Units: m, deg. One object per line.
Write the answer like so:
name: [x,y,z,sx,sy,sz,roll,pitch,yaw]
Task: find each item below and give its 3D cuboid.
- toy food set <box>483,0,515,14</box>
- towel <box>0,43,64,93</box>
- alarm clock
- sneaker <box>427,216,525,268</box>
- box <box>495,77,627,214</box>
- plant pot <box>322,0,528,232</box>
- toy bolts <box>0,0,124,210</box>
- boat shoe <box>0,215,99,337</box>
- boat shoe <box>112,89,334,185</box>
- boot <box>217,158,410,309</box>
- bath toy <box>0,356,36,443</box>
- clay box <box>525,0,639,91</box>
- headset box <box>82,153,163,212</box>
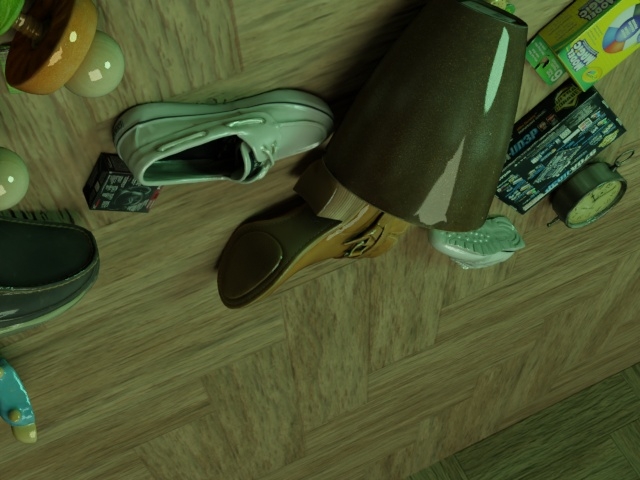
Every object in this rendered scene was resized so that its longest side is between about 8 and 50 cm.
toy food set: [0.201,-0.263,0.978,0.083,0.020,0.083,-42,147,20]
towel: [-0.255,-0.166,0.747,0.083,0.009,0.060,-17,148,-19]
alarm clock: [0.493,-0.097,1.428,0.129,0.064,0.192,-2,142,-38]
sneaker: [0.258,0.012,1.379,0.235,0.090,0.095,6,144,-43]
box: [0.360,-0.145,1.256,0.220,0.051,0.175,-42,148,20]
plant pot: [0.143,-0.162,0.927,0.216,0.215,0.230,-1,124,-40]
toy bolts: [-0.270,-0.096,0.653,0.229,0.218,0.158,-35,136,23]
boat shoe: [-0.391,0.023,0.797,0.356,0.132,0.130,-8,144,-34]
boat shoe: [-0.092,-0.108,0.894,0.268,0.088,0.096,-6,142,-34]
boot: [0.000,0.000,1.140,0.220,0.109,0.283,10,125,-53]
bath toy: [-0.556,0.260,1.025,0.349,0.151,0.129,-14,-179,-24]
clay box: [0.388,-0.290,1.063,0.222,0.053,0.127,-42,147,18]
headset box: [-0.219,-0.064,0.908,0.083,0.032,0.062,0,139,-42]
